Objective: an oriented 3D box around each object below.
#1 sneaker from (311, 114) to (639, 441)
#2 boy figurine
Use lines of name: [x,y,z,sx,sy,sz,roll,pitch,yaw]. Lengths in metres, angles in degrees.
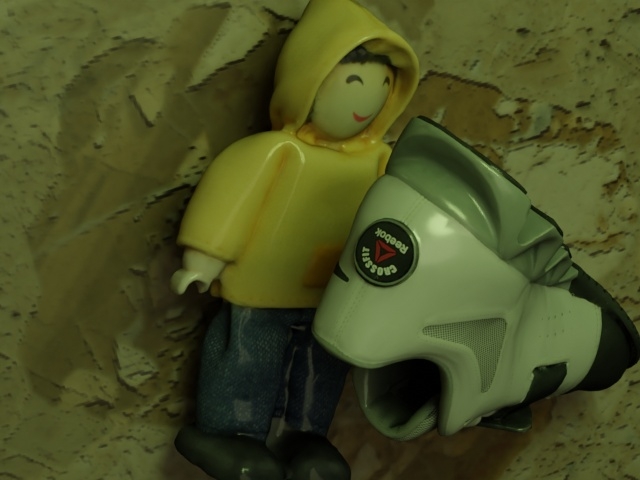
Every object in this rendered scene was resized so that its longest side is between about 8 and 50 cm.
sneaker: [0.082,0.051,0.916,0.146,0.122,0.330,-54,148,0]
boy figurine: [0.000,0.000,0.940,0.177,0.092,0.285,9,99,-32]
